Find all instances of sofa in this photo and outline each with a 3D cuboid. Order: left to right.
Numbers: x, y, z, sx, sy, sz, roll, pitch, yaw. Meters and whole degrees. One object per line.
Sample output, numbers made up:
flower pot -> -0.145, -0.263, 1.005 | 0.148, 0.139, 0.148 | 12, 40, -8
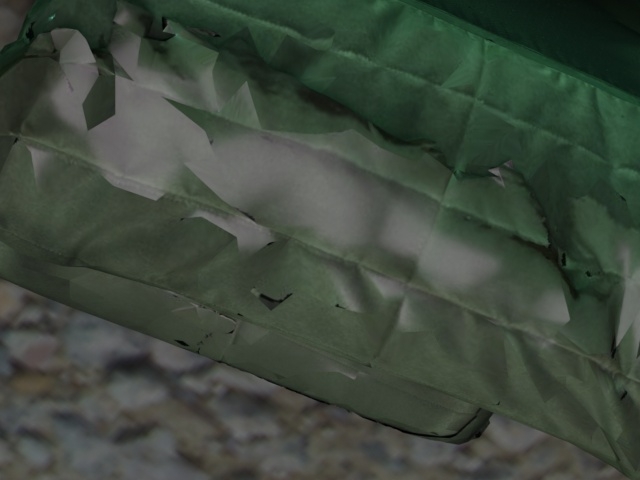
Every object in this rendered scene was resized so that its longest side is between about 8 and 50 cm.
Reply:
sofa -> 0.000, 0.000, 0.476 | 0.210, 0.225, 0.176 | 21, 111, -12
